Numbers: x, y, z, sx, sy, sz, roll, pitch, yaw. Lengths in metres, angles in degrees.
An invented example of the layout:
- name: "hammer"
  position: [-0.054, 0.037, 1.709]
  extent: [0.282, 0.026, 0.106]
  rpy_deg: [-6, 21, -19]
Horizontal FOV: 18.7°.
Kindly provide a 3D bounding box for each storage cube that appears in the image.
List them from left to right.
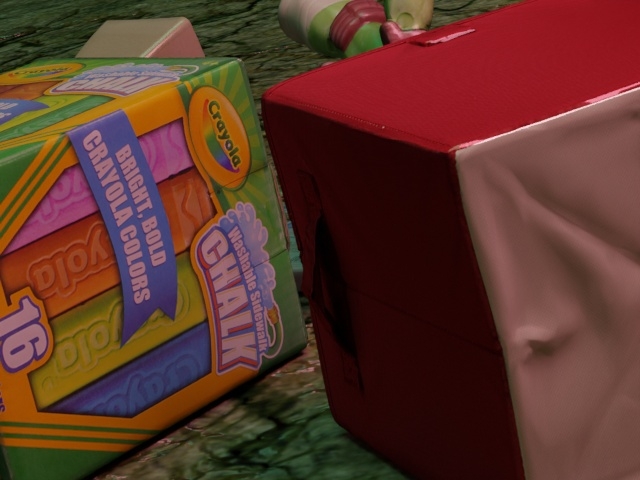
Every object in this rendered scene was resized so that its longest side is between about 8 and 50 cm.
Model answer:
- name: "storage cube"
  position: [0.111, -0.001, 0.886]
  extent: [0.215, 0.183, 0.193]
  rpy_deg: [-19, 18, -19]

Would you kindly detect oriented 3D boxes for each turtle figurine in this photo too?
- name: "turtle figurine"
  position: [0.100, -0.106, 1.194]
  extent: [0.198, 0.274, 0.266]
  rpy_deg: [25, 6, -28]

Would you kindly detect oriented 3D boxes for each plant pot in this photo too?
- name: "plant pot"
  position: [-0.156, -0.114, 1.612]
  extent: [0.109, 0.109, 0.096]
  rpy_deg: [3, 35, 43]

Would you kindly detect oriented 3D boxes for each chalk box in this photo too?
- name: "chalk box"
  position: [-0.135, 0.001, 1.072]
  extent: [0.180, 0.179, 0.289]
  rpy_deg: [3, 23, 42]

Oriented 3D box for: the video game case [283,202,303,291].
- name: "video game case"
  position: [0.000, 0.000, 1.257]
  extent: [0.157, 0.019, 0.143]
  rpy_deg: [-1, 20, 38]
